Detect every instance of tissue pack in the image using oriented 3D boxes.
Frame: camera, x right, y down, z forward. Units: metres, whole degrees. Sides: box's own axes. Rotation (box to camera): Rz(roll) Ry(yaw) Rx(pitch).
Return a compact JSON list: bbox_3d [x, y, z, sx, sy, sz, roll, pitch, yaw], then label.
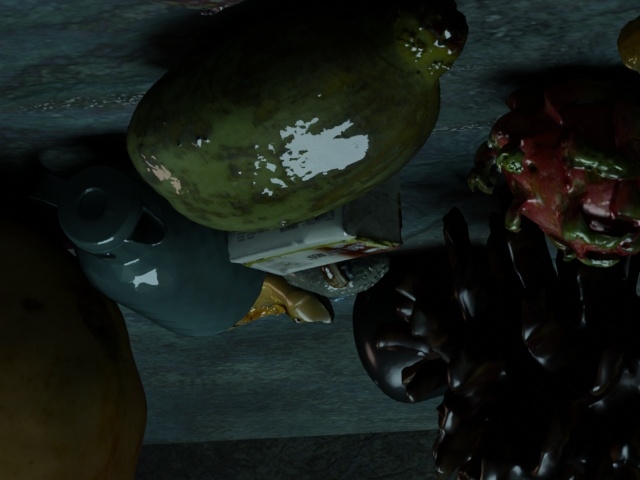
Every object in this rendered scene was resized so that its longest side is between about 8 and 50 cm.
[{"bbox_3d":[-0.005,-0.034,1.810,0.148,0.106,0.099,-13,162,39],"label":"tissue pack"}]

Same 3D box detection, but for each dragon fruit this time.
[{"bbox_3d":[0.222,-0.060,1.636,0.172,0.166,0.160,30,-155,-4],"label":"dragon fruit"}]

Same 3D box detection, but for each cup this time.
[{"bbox_3d":[0.149,0.089,2.267,0.176,0.169,0.223,-17,-165,27],"label":"cup"}]

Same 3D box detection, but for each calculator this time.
[{"bbox_3d":[-0.301,-0.017,1.999,0.190,0.034,0.126,3,167,-13],"label":"calculator"}]

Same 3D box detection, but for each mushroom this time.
[{"bbox_3d":[-0.002,-0.008,1.963,0.088,0.073,0.129,-17,130,6],"label":"mushroom"}]

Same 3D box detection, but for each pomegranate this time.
[{"bbox_3d":[-0.382,0.163,1.880,0.411,0.411,0.411,-2,166,0],"label":"pomegranate"}]

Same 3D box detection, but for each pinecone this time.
[{"bbox_3d":[0.239,0.116,1.930,0.397,0.398,0.398,-2,166,0],"label":"pinecone"}]

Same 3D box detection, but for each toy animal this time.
[{"bbox_3d":[-0.049,0.030,2.118,0.253,0.079,0.070,-6,144,11],"label":"toy animal"}]

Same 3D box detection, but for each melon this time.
[{"bbox_3d":[-0.058,0.064,2.281,0.160,0.079,0.128,-6,-177,15],"label":"melon"}]

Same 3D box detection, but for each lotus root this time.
[{"bbox_3d":[-0.020,-0.103,1.467,0.309,0.173,0.173,-22,156,36],"label":"lotus root"}]

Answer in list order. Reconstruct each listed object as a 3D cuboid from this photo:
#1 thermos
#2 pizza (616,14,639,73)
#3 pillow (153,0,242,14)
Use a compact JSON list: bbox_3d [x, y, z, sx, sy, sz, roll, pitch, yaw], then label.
[{"bbox_3d":[-0.177,-0.007,1.859,0.182,0.145,0.286,22,173,24],"label":"thermos"},{"bbox_3d":[0.394,-0.158,1.405,0.335,0.086,0.226,-6,170,24],"label":"pizza"},{"bbox_3d":[-0.057,-0.193,1.303,0.185,0.043,0.118,-10,170,41],"label":"pillow"}]
